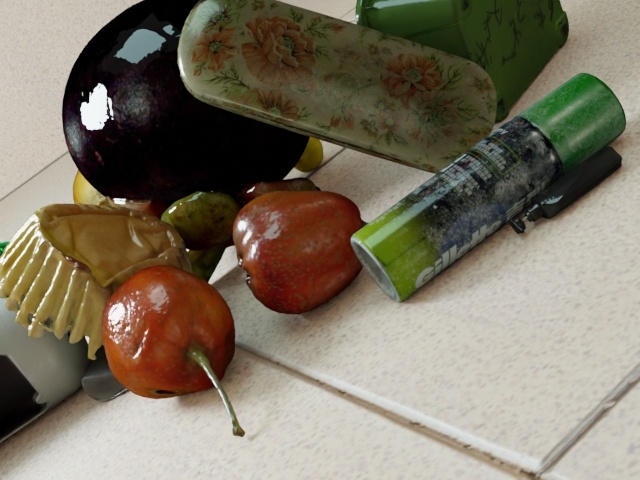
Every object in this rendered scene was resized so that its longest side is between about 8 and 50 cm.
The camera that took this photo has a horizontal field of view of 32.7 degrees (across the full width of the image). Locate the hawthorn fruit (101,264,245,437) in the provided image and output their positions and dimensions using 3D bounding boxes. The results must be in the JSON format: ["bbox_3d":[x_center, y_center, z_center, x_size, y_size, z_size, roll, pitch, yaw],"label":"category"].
[{"bbox_3d":[-0.152,0.127,1.233,0.165,0.165,0.285,-38,26,-13],"label":"hawthorn fruit"}]

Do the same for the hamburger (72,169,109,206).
[{"bbox_3d":[-0.303,-0.124,1.949,0.290,0.170,0.314,-37,-1,-18],"label":"hamburger"}]

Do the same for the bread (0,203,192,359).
[{"bbox_3d":[-0.281,0.044,1.442,0.149,0.274,0.274,-60,6,27],"label":"bread"}]

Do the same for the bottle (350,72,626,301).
[{"bbox_3d":[0.190,-0.063,1.216,0.330,0.093,0.093,-36,19,-8],"label":"bottle"}]

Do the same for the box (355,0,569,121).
[{"bbox_3d":[0.220,-0.320,1.591,0.177,0.253,0.329,-4,34,40],"label":"box"}]

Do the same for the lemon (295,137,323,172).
[{"bbox_3d":[-0.027,-0.146,1.828,0.065,0.065,0.092,-28,13,15],"label":"lemon"}]

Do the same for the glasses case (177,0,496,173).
[{"bbox_3d":[0.022,-0.208,1.431,0.098,0.425,0.156,106,-179,-81],"label":"glasses case"}]

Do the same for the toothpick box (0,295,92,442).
[{"bbox_3d":[-0.464,0.167,1.529,0.316,0.229,0.229,-33,18,-9],"label":"toothpick box"}]

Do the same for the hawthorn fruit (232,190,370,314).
[{"bbox_3d":[0.000,0.000,1.309,0.203,0.163,0.162,-19,17,-10],"label":"hawthorn fruit"}]

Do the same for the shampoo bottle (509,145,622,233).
[{"bbox_3d":[0.263,-0.053,1.174,0.137,0.027,0.048,-35,16,-5],"label":"shampoo bottle"}]

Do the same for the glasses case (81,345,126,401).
[{"bbox_3d":[-0.273,0.153,1.516,0.072,0.042,0.190,-22,20,12],"label":"glasses case"}]

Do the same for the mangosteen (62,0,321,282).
[{"bbox_3d":[-0.181,-0.156,1.622,0.382,0.435,0.382,-15,-24,-7],"label":"mangosteen"}]

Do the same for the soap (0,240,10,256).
[{"bbox_3d":[-0.601,0.117,1.907,0.273,0.218,0.098,-23,5,40],"label":"soap"}]
